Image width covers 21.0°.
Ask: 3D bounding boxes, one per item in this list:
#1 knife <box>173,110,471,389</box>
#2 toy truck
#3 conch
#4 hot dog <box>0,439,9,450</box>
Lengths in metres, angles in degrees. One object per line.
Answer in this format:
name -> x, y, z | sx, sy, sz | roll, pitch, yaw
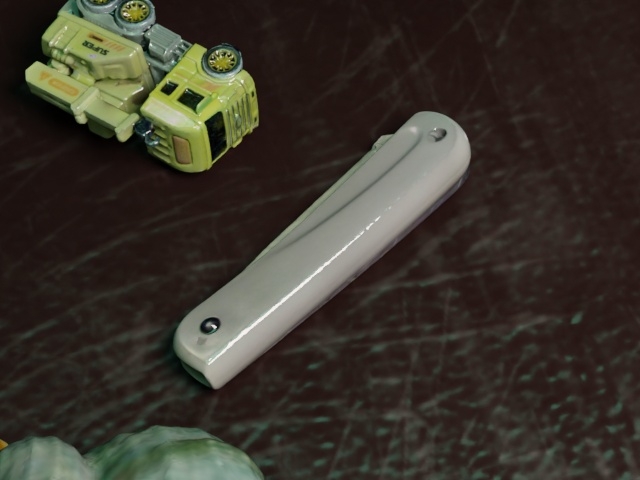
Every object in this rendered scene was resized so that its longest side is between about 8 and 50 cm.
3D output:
knife -> 0.002, 0.002, 1.215 | 0.265, 0.040, 0.073 | -42, 54, -19
toy truck -> -0.136, -0.113, 1.273 | 0.169, 0.077, 0.100 | 31, 63, 19
conch -> -0.117, 0.211, 1.033 | 0.277, 0.195, 0.220 | 36, 96, -3
hot dog -> -0.274, 0.248, 1.075 | 0.088, 0.061, 0.286 | 21, 64, 30
